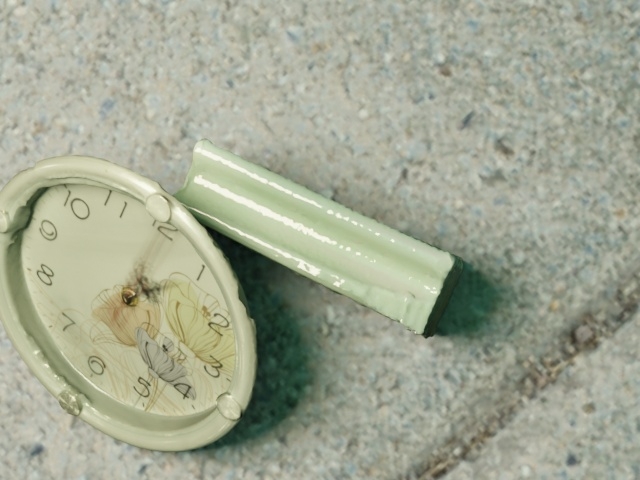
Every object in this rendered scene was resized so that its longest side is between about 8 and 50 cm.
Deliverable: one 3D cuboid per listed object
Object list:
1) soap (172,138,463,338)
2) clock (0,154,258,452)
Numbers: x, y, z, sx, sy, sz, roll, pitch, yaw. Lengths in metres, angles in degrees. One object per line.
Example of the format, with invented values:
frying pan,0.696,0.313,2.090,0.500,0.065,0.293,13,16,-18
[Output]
soap,0.000,0.000,1.215,0.198,0.114,0.063,25,90,11
clock,-0.135,0.040,1.219,0.236,0.053,0.236,16,123,26
